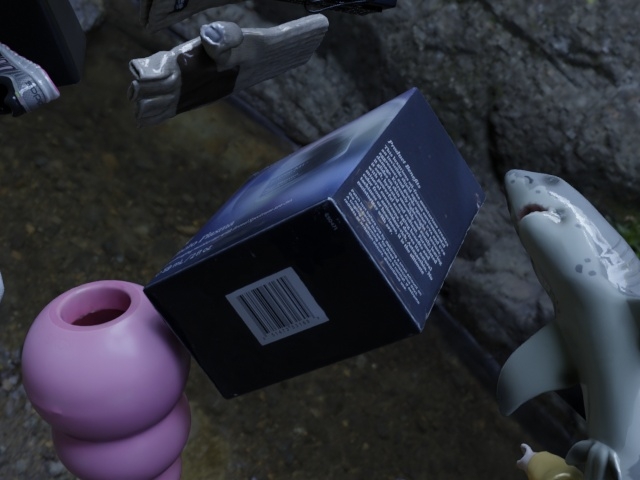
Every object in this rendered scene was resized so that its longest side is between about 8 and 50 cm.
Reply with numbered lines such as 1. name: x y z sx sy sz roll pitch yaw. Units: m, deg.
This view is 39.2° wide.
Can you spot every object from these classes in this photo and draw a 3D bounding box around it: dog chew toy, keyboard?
1. dog chew toy: -0.257 0.219 1.155 0.206 0.332 0.206 -4 30 2
2. keyboard: -0.009 -0.247 0.931 0.192 0.100 0.038 -1 90 -33

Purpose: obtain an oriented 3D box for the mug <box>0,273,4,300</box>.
1. mug: -0.229 0.040 0.543 0.062 0.078 0.064 53 42 -36

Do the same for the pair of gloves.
1. pair of gloves: -0.070 -0.189 0.749 0.204 0.240 0.042 -29 77 -24

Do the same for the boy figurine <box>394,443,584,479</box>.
1. boy figurine: 0.188 0.263 0.782 0.092 0.285 0.177 50 45 -41

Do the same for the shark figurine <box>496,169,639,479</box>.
1. shark figurine: 0.178 0.106 0.533 0.116 0.278 0.166 -8 18 -41

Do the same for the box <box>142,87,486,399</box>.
1. box: 0.000 0.000 1.067 0.183 0.296 0.294 56 36 -14

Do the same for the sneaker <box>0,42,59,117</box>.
1. sneaker: -0.415 -0.205 1.158 0.170 0.063 0.075 28 58 31

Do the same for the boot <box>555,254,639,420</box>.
1. boot: 0.421 -0.022 0.737 0.367 0.445 0.146 9 23 -35

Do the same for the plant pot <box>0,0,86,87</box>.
1. plant pot: -0.469 -0.332 1.351 0.188 0.167 0.187 -10 35 -5
